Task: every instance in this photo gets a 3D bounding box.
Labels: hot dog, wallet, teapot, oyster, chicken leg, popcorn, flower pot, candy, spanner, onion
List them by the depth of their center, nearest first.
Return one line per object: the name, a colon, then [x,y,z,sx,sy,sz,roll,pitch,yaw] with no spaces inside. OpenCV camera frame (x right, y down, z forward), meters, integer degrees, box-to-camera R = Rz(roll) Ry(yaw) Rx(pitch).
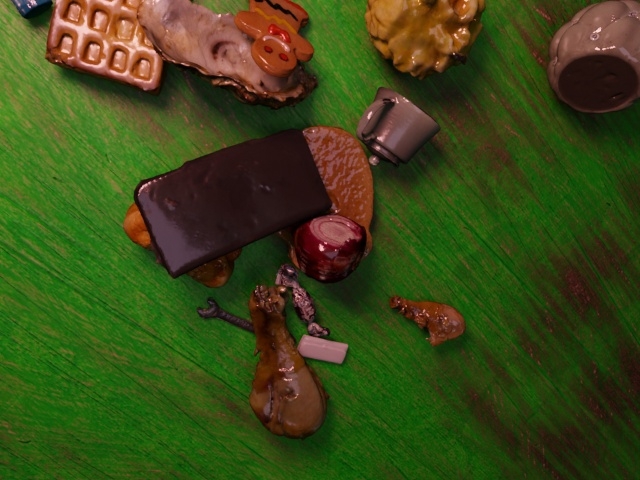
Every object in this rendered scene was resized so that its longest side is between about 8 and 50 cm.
oyster: [-0.149,-0.314,0.981,0.395,0.204,0.111,15,138,-33]
wallet: [-0.166,-0.085,1.025,0.377,0.051,0.197,-26,97,-23]
popcorn: [0.212,-0.446,1.051,0.249,0.225,0.249,-8,142,-6]
hot dog: [-0.269,-0.023,1.096,0.256,0.150,0.153,36,104,-20]
onion: [-0.002,0.014,1.120,0.198,0.173,0.136,23,117,25]
teapot: [0.148,-0.230,1.131,0.149,0.162,0.239,-54,153,9]
flower pot: [0.642,-0.414,1.174,0.246,0.246,0.195,41,60,-20]
chicken leg: [-0.086,0.286,1.218,0.201,0.152,0.430,-16,108,-16]
candy: [-0.043,0.147,1.230,0.051,0.094,0.226,-37,118,-22]
spanner: [-0.175,0.204,1.244,0.254,0.015,0.054,27,97,-20]
wallet: [0.005,0.273,1.300,0.122,0.025,0.061,16,111,-18]
chicken leg: [0.268,0.199,1.329,0.207,0.085,0.101,20,110,-10]

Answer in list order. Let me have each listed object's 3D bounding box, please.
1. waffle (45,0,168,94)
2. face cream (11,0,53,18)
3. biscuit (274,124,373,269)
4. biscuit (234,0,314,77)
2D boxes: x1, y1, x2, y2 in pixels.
waffle: [-0.366,-0.460,0.976,0.224,0.098,0.328,14,99,-19]
face cream: [-0.599,-0.553,0.895,0.163,0.080,0.337,-35,110,-4]
biscuit: [-0.016,-0.084,1.185,0.287,0.057,0.344,-10,107,-11]
biscuit: [-0.083,-0.405,1.000,0.165,0.250,0.036,19,140,-23]
